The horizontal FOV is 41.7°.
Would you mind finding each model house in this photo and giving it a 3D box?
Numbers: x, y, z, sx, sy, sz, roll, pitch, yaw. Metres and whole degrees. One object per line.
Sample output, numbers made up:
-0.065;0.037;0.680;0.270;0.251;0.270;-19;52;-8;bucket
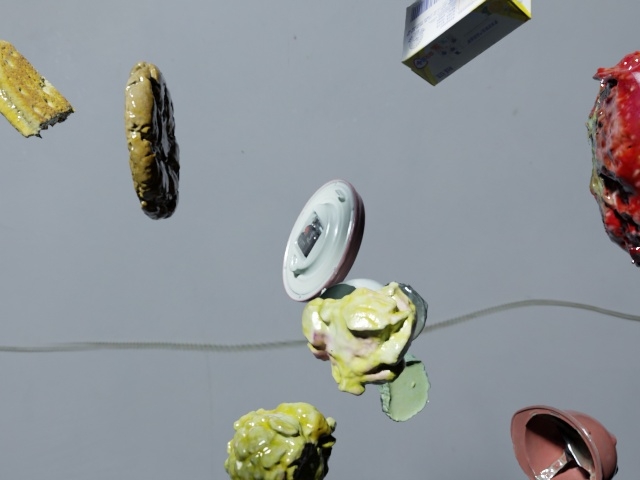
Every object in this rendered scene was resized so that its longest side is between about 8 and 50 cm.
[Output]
0.093;0.179;1.078;0.066;0.083;0.079;-15;107;-22;model house

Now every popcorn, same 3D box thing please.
0.040;0.080;0.725;0.097;0.109;0.089;-22;85;-31;popcorn
-0.090;0.444;1.762;0.212;0.259;0.259;9;91;30;popcorn

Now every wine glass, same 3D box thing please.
0.089;0.127;1.449;0.126;0.241;0.126;-3;83;29;wine glass

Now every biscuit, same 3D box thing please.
-0.223;-0.132;1.141;0.042;0.226;0.226;-4;92;-1;biscuit

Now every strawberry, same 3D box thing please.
0.421;-0.098;0.962;0.220;0.274;0.274;-4;92;17;strawberry

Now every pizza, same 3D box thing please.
-0.563;-0.277;1.612;0.058;0.197;0.292;-42;58;16;pizza

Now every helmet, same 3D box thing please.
0.232;0.187;0.766;0.057;0.111;0.089;-13;102;-27;helmet

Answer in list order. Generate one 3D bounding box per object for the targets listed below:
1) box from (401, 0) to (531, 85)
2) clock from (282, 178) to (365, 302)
0.283;-0.446;1.651;0.097;0.265;0.168;27;52;-27;box
-0.001;-0.001;1.558;0.056;0.244;0.244;20;91;-26;clock
